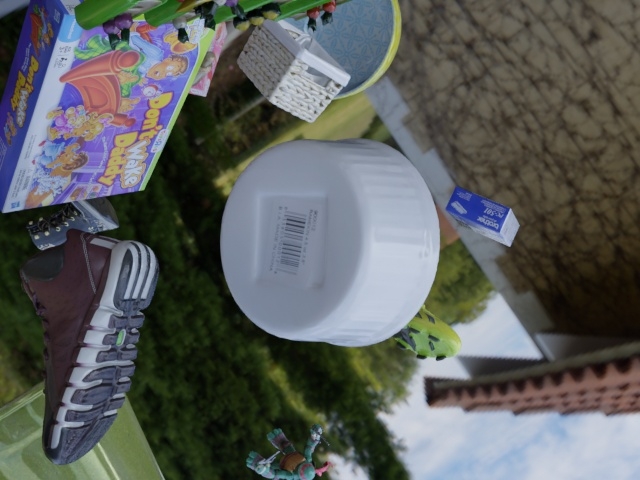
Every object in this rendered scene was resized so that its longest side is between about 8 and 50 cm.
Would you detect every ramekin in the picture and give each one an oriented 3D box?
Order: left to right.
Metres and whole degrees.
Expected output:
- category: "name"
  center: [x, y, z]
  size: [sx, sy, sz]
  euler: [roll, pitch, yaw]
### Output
- category: "ramekin"
  center: [0.000, 0.000, 1.170]
  size: [0.277, 0.277, 0.135]
  euler: [-36, 156, 32]

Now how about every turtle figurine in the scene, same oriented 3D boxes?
- category: "turtle figurine"
  center: [-0.071, 0.498, 2.084]
  size: [0.175, 0.118, 0.234]
  euler: [-25, -170, -28]

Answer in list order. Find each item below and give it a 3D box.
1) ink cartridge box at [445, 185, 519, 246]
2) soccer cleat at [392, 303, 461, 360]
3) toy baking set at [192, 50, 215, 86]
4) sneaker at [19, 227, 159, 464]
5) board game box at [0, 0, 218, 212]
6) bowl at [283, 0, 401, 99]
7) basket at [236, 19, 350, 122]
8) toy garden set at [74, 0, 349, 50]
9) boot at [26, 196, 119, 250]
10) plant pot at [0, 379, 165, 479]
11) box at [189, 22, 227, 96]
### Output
- category: "ink cartridge box"
  center: [0.275, -0.038, 1.538]
  size: [0.046, 0.097, 0.207]
  euler: [-66, 162, 1]
- category: "soccer cleat"
  center: [0.162, 0.141, 1.709]
  size: [0.121, 0.093, 0.289]
  euler: [-40, -150, -25]
- category: "toy baking set"
  center: [-0.266, -0.311, 1.449]
  size: [0.030, 0.197, 0.256]
  euler: [-59, -168, -18]
- category: "sneaker"
  center: [-0.310, 0.117, 1.118]
  size: [0.106, 0.162, 0.281]
  euler: [19, 91, -67]
- category: "board game box"
  center: [-0.301, -0.196, 1.243]
  size: [0.233, 0.078, 0.347]
  euler: [-14, 149, -41]
- category: "bowl"
  center: [0.048, -0.425, 1.843]
  size: [0.289, 0.289, 0.156]
  euler: [-36, 168, 26]
- category: "basket"
  center: [-0.049, -0.281, 1.492]
  size: [0.113, 0.167, 0.103]
  euler: [22, 112, -39]
- category: "toy garden set"
  center: [-0.059, -0.204, 0.796]
  size: [0.244, 0.049, 0.204]
  euler: [-12, -173, -34]
- category: "boot"
  center: [-0.550, -0.049, 1.964]
  size: [0.178, 0.085, 0.236]
  euler: [-22, 162, 1]
- category: "plant pot"
  center: [-0.355, 0.322, 1.326]
  size: [0.276, 0.254, 0.276]
  euler: [-31, -178, 1]
- category: "box"
  center: [-0.267, -0.404, 1.612]
  size: [0.300, 0.142, 0.154]
  euler: [85, 20, -68]
